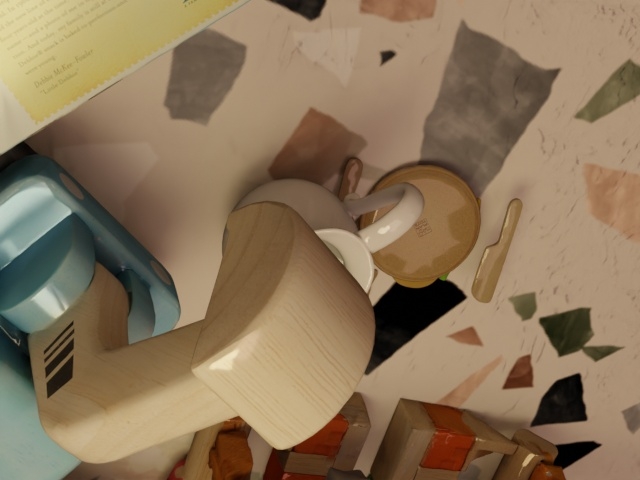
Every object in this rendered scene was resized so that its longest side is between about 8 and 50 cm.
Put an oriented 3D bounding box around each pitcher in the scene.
[{"bbox_3d":[0.000,0.000,0.860,0.178,0.207,0.125,-36,106,0],"label":"pitcher"}]

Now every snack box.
[{"bbox_3d":[-0.202,-0.183,0.666,0.322,0.060,0.187,-31,122,1],"label":"snack box"}]

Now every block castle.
[{"bbox_3d":[0.067,0.333,1.013,0.453,0.303,0.213,11,114,-20],"label":"block castle"}]

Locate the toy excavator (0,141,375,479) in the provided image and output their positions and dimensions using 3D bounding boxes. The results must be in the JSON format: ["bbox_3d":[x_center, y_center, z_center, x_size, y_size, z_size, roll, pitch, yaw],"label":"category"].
[{"bbox_3d":[-0.194,0.078,0.714,0.433,0.445,0.222,-37,122,5],"label":"toy excavator"}]

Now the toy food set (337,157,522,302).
[{"bbox_3d":[0.098,-0.015,0.995,0.192,0.038,0.132,14,107,-11],"label":"toy food set"}]

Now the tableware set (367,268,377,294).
[{"bbox_3d":[-0.023,0.079,1.014,0.169,0.020,0.141,15,111,-22],"label":"tableware set"}]
